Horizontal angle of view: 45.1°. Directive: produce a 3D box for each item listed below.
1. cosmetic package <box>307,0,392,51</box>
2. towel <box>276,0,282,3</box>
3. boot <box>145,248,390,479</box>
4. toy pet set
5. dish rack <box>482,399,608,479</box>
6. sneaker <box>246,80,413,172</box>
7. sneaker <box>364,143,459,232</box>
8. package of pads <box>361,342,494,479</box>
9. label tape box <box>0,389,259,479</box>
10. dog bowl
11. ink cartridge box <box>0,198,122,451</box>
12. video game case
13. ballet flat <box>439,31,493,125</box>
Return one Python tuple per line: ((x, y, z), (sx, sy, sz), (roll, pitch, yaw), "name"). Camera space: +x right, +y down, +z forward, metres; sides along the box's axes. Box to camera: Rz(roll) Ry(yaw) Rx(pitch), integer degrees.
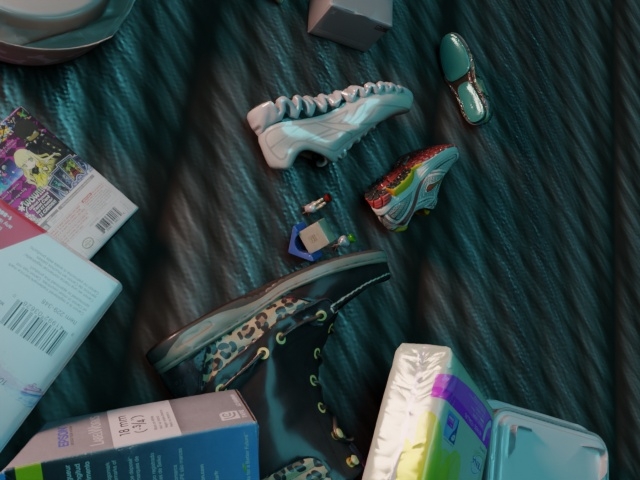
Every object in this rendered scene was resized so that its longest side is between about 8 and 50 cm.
((0.056, -0.471, 1.374), (0.127, 0.107, 0.237), (14, 69, -24), "cosmetic package")
((-0.140, -0.582, 1.252), (0.325, 0.038, 0.247), (36, 57, -51), "towel")
((-0.018, 0.192, 1.080), (0.378, 0.138, 0.284), (-24, 84, -28), "boot")
((0.000, 0.000, 1.217), (0.122, 0.065, 0.114), (60, 23, -1), "toy pet set")
((0.362, 0.439, 1.240), (0.286, 0.072, 0.332), (20, 66, -22), "dish rack")
((0.026, -0.186, 1.265), (0.292, 0.110, 0.118), (-16, 88, -23), "sneaker")
((0.164, -0.094, 1.322), (0.225, 0.088, 0.092), (-40, 114, -32), "sneaker")
((0.151, 0.327, 1.092), (0.229, 0.101, 0.296), (53, 48, -47), "package of pads")
((-0.237, 0.320, 0.871), (0.334, 0.106, 0.240), (-6, 106, -20), "label tape box")
((-0.415, -0.403, 1.073), (0.349, 0.102, 0.348), (9, 71, -29), "dog bowl")
((-0.408, 0.113, 0.871), (0.226, 0.131, 0.306), (38, 74, -11), "ink cartridge box")
((-0.393, -0.030, 1.013), (0.210, 0.042, 0.232), (42, 59, -10), "video game case")
((0.278, -0.302, 1.464), (0.070, 0.070, 0.188), (-10, 80, -30), "ballet flat")
